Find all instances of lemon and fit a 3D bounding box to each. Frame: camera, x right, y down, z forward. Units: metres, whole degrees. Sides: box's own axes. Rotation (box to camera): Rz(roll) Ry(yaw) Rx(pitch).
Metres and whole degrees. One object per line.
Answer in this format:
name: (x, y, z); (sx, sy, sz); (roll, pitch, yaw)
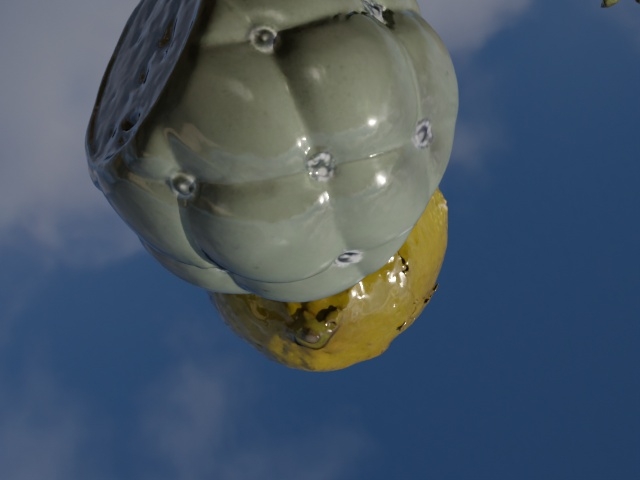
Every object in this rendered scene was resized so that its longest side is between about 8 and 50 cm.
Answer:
lemon: (0.000, 0.000, 1.802); (0.253, 0.253, 0.310); (-11, -152, 12)

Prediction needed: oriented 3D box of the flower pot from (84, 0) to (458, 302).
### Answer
flower pot: (-0.030, -0.080, 1.178); (0.246, 0.195, 0.246); (-48, -154, 33)

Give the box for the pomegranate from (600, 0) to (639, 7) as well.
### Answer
pomegranate: (0.322, -0.345, 1.589); (0.260, 0.341, 0.260); (13, -139, -12)
